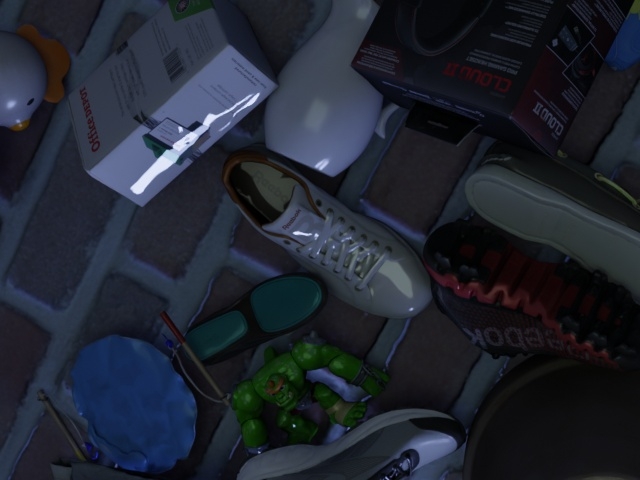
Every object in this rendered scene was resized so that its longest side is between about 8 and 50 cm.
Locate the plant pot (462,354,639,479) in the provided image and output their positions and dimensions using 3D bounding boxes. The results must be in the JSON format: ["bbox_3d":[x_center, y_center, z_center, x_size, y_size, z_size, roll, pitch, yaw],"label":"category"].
[{"bbox_3d":[0.304,0.290,1.285,0.323,0.280,0.323,2,98,11],"label":"plant pot"}]

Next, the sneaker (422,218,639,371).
[{"bbox_3d":[0.239,0.082,1.341,0.276,0.097,0.135,24,142,20],"label":"sneaker"}]

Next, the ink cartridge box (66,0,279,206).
[{"bbox_3d":[-0.173,-0.169,1.374,0.219,0.160,0.092,-40,132,16],"label":"ink cartridge box"}]

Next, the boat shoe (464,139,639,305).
[{"bbox_3d":[0.310,-0.019,1.326,0.305,0.109,0.091,29,58,7],"label":"boat shoe"}]

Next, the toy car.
[{"bbox_3d":[-0.400,-0.160,1.437,0.238,0.219,0.210,-25,93,-14],"label":"toy car"}]

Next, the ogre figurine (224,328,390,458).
[{"bbox_3d":[-0.029,0.187,1.440,0.197,0.097,0.118,-30,109,29],"label":"ogre figurine"}]

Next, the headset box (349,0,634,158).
[{"bbox_3d":[0.183,-0.232,1.235,0.218,0.110,0.293,26,87,40],"label":"headset box"}]

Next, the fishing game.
[{"bbox_3d":[-0.225,0.200,1.492,0.264,0.041,0.189,-37,90,32],"label":"fishing game"}]

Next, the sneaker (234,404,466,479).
[{"bbox_3d":[0.044,0.273,1.391,0.271,0.100,0.108,-19,51,-7],"label":"sneaker"}]

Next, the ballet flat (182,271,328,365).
[{"bbox_3d":[-0.071,0.092,1.441,0.203,0.074,0.074,-26,92,20],"label":"ballet flat"}]

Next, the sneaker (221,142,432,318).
[{"bbox_3d":[0.000,0.000,1.388,0.290,0.123,0.106,36,102,4],"label":"sneaker"}]

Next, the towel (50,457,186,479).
[{"bbox_3d":[-0.222,0.434,1.478,0.312,0.056,0.324,1,98,37],"label":"towel"}]

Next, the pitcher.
[{"bbox_3d":[0.042,-0.171,1.362,0.177,0.125,0.207,24,92,-8],"label":"pitcher"}]

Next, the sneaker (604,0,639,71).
[{"bbox_3d":[0.361,-0.285,1.300,0.126,0.091,0.240,40,94,-28],"label":"sneaker"}]
